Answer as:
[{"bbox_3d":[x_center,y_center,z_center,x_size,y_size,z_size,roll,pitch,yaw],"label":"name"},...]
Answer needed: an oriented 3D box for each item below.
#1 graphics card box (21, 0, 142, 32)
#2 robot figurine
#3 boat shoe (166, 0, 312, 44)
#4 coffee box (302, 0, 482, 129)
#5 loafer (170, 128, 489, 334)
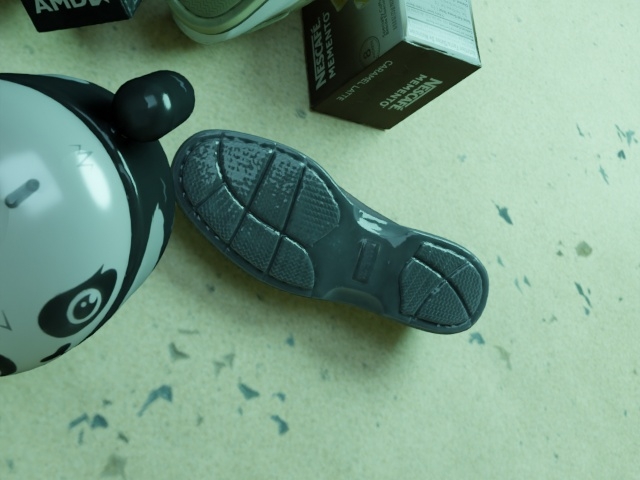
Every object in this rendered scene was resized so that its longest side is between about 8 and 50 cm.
[{"bbox_3d":[-0.207,-0.369,0.768,0.233,0.094,0.371,-76,153,-43],"label":"graphics card box"},{"bbox_3d":[-0.182,-0.015,0.658,0.173,0.278,0.209,12,99,-1],"label":"robot figurine"},{"bbox_3d":[-0.004,-0.279,0.920,0.302,0.103,0.113,-34,88,-3],"label":"boat shoe"},{"bbox_3d":[0.058,-0.251,1.027,0.098,0.141,0.246,11,63,-34],"label":"coffee box"},{"bbox_3d":[0.000,0.000,0.909,0.302,0.095,0.109,26,85,-20],"label":"loafer"}]
